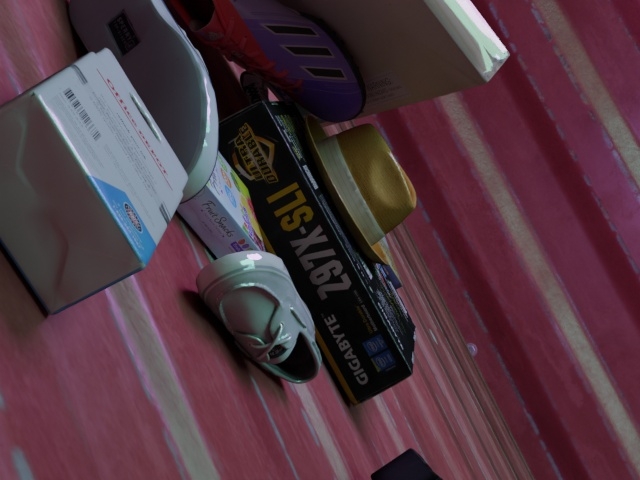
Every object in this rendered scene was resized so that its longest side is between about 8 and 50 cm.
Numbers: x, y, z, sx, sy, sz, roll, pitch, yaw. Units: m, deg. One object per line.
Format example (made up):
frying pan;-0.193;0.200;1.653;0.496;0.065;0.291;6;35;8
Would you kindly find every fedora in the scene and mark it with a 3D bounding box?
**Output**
fedora;0.053;-0.067;1.256;0.194;0.079;0.194;60;9;-16

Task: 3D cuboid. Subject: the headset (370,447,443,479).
headset;0.136;0.345;0.927;0.243;0.185;0.394;61;-7;-36

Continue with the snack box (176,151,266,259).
snack box;-0.098;-0.047;0.949;0.141;0.037;0.100;54;11;-43

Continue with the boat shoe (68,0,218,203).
boat shoe;-0.118;-0.115;0.856;0.084;0.095;0.258;46;19;-48

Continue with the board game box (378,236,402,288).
board game box;0.043;-0.048;1.770;0.243;0.042;0.165;56;10;-34

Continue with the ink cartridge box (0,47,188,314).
ink cartridge box;-0.134;-0.041;0.640;0.104;0.060;0.180;59;9;-14

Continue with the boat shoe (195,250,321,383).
boat shoe;-0.042;0.066;0.878;0.184;0.066;0.063;67;-1;-63

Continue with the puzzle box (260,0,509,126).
puzzle box;0.007;-0.268;1.332;0.272;0.052;0.409;48;-23;-19

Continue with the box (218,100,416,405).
box;0.000;0.000;1.257;0.322;0.079;0.257;61;6;-4

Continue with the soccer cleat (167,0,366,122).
soccer cleat;-0.081;-0.233;1.275;0.318;0.108;0.116;45;44;-16

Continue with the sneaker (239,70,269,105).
sneaker;-0.082;-0.190;1.507;0.083;0.032;0.037;62;8;2
